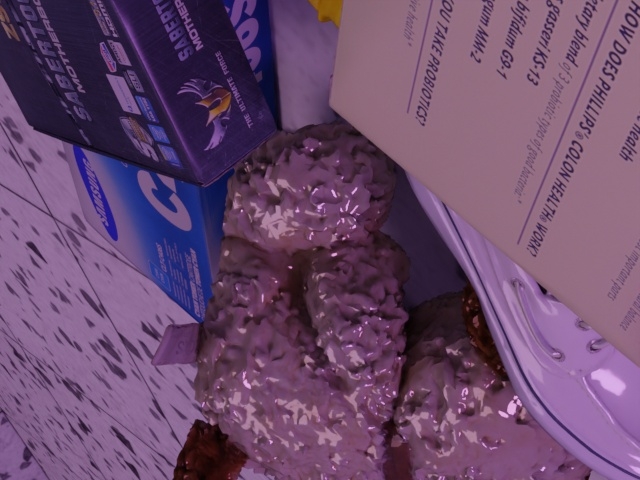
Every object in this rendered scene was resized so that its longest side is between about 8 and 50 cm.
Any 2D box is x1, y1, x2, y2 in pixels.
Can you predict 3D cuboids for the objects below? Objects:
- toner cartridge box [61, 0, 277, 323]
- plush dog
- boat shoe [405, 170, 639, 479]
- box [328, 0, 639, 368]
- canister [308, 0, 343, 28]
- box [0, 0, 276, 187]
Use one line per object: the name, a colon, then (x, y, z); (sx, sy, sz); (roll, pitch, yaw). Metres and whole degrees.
toner cartridge box: (-0.108, -0.086, 0.860); (0.165, 0.075, 0.348); (40, 155, 24)
plush dog: (0.050, 0.086, 0.737); (0.225, 0.210, 0.262); (9, 142, 21)
boat shoe: (0.119, 0.027, 0.609); (0.226, 0.083, 0.076); (52, 159, -4)
box: (0.133, -0.062, 0.400); (0.243, 0.117, 0.213); (42, 157, 18)
canister: (-0.013, -0.185, 0.532); (0.170, 0.073, 0.126); (48, 158, 6)
box: (-0.134, -0.148, 0.643); (0.183, 0.059, 0.232); (21, 142, 48)
